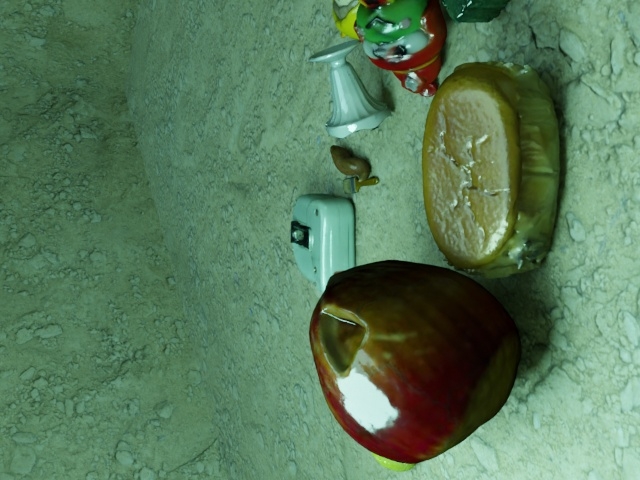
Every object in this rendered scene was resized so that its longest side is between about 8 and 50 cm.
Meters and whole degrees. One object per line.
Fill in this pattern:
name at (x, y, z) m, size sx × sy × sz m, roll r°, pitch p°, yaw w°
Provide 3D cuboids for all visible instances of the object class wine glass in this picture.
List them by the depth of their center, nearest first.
wine glass at (0.066, -0.354, 1.848) m, size 0.165 × 0.165 × 0.196 m, roll 21°, pitch 133°, yaw 61°

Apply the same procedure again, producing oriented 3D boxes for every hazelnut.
hazelnut at (0.184, 0.211, 1.490) m, size 0.402 × 0.429 × 0.401 m, roll -1°, pitch 87°, yaw 25°

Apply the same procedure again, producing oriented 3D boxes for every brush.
brush at (0.102, -0.145, 2.029) m, size 0.170 × 0.014 × 0.043 m, roll -3°, pitch 93°, yaw 63°

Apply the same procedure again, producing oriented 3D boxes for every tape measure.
tape measure at (0.001, 0.000, 2.134) m, size 0.246 × 0.125 × 0.243 m, roll 19°, pitch 111°, yaw 61°

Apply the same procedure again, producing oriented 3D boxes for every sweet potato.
sweet potato at (0.072, -0.197, 2.039) m, size 0.202 × 0.055 × 0.058 m, roll 42°, pitch 158°, yaw 52°

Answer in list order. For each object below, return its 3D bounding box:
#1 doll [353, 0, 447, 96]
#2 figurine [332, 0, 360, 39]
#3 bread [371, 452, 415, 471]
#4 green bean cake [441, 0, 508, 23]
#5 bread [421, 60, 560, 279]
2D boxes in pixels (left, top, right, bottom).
doll at (0.161, -0.436, 1.609) m, size 0.183 × 0.160 × 0.363 m, roll -2°, pitch 135°, yaw 32°
figurine at (0.058, -0.586, 1.714) m, size 0.187 × 0.343 × 0.215 m, roll -33°, pitch 37°, yaw 12°
bread at (0.179, 0.472, 1.886) m, size 0.129 × 0.111 × 0.114 m, roll 50°, pitch 129°, yaw 43°
green bean cake at (0.297, -0.528, 1.464) m, size 0.208 × 0.107 × 0.193 m, roll 124°, pitch 138°, yaw -50°
bread at (0.300, -0.124, 1.440) m, size 0.236 × 0.183 × 0.388 m, roll 8°, pitch 102°, yaw 61°
